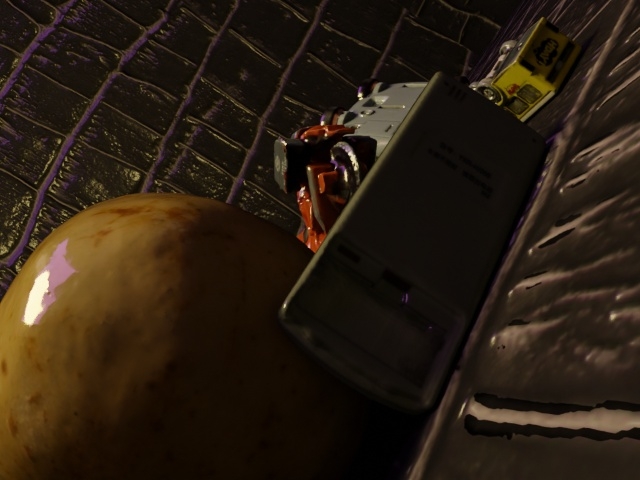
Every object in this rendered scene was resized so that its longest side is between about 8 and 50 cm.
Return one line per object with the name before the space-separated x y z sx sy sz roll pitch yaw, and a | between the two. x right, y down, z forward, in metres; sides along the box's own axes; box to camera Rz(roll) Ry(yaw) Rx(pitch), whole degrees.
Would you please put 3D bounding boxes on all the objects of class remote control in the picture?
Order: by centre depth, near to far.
remote control | 0.081 -0.013 0.439 0.285 0.123 0.038 -58 1 -32

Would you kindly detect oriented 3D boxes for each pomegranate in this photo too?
pomegranate | -0.119 0.134 0.477 0.342 0.343 0.342 -57 -1 -1

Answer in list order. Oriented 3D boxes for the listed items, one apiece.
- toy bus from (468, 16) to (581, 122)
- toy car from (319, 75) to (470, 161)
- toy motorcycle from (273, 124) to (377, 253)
toy bus | 0.219 -0.174 0.701 0.081 0.074 0.226 -57 0 -17
toy car | 0.131 -0.135 0.923 0.270 0.181 0.212 -48 -44 -43
toy motorcycle | 0.000 0.000 0.765 0.221 0.148 0.325 -138 46 -57
